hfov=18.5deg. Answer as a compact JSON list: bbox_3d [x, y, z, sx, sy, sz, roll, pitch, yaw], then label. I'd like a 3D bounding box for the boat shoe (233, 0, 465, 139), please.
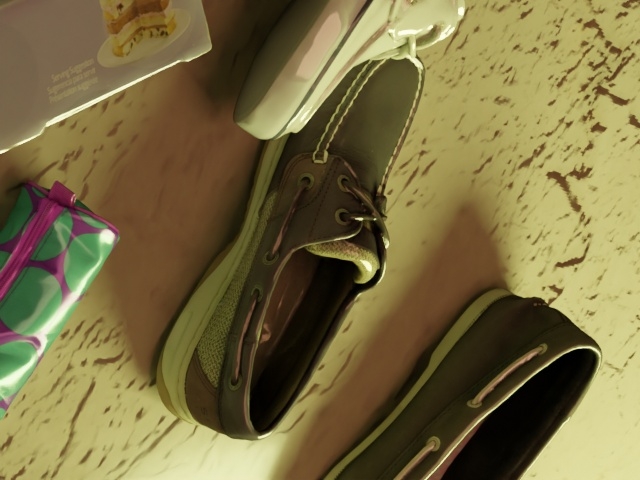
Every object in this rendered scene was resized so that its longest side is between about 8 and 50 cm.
[{"bbox_3d":[0.048,-0.158,1.222,0.088,0.096,0.267,39,69,-15],"label":"boat shoe"}]

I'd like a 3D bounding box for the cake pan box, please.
[{"bbox_3d":[-0.227,-0.089,0.874,0.267,0.245,0.070,-29,123,-32],"label":"cake pan box"}]

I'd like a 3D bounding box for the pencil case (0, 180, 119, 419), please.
[{"bbox_3d":[-0.179,0.041,1.114,0.152,0.064,0.070,-58,162,-10],"label":"pencil case"}]

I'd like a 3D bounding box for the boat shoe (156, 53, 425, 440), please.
[{"bbox_3d":[0.000,0.000,1.256,0.103,0.092,0.285,38,80,-47],"label":"boat shoe"}]

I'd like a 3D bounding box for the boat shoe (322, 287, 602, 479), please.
[{"bbox_3d":[0.081,0.181,1.418,0.335,0.095,0.112,-54,137,-13],"label":"boat shoe"}]
